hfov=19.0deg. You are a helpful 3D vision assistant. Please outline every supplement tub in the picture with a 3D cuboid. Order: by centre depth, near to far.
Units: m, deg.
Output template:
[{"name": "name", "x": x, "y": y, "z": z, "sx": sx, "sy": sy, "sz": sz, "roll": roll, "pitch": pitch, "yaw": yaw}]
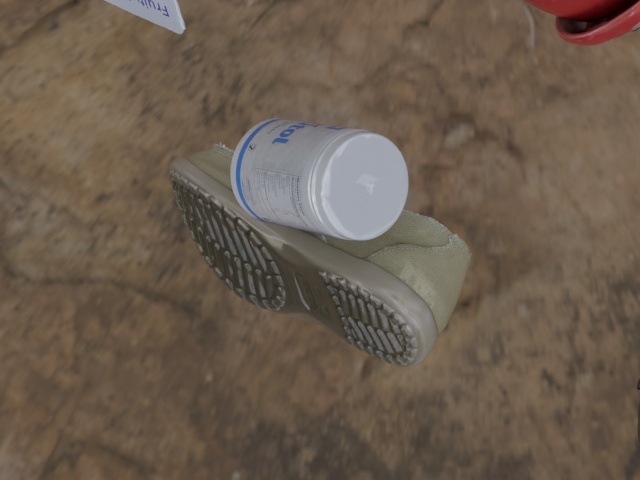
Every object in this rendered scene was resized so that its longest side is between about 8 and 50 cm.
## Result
[{"name": "supplement tub", "x": -0.002, "y": -0.040, "z": 1.220, "sx": 0.071, "sy": 0.107, "sz": 0.071, "roll": -6, "pitch": 101, "yaw": -36}]

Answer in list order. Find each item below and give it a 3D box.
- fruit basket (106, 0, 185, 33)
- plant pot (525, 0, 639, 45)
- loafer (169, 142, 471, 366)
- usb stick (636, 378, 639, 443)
[{"name": "fruit basket", "x": -0.231, "y": -0.262, "z": 0.879, "sx": 0.327, "sy": 0.165, "sz": 0.353, "roll": 26, "pitch": 146, "yaw": 33}, {"name": "plant pot", "x": 0.249, "y": -0.294, "z": 1.788, "sx": 0.191, "sy": 0.191, "sz": 0.174, "roll": -41, "pitch": 112, "yaw": 13}, {"name": "loafer", "x": 0.000, "y": 0.000, "z": 1.316, "sx": 0.092, "sy": 0.268, "sz": 0.102, "roll": -37, "pitch": 136, "yaw": -26}, {"name": "usb stick", "x": 0.337, "y": 0.106, "z": 1.205, "sx": 0.278, "sy": 0.045, "sz": 0.077, "roll": 2, "pitch": 105, "yaw": -1}]
